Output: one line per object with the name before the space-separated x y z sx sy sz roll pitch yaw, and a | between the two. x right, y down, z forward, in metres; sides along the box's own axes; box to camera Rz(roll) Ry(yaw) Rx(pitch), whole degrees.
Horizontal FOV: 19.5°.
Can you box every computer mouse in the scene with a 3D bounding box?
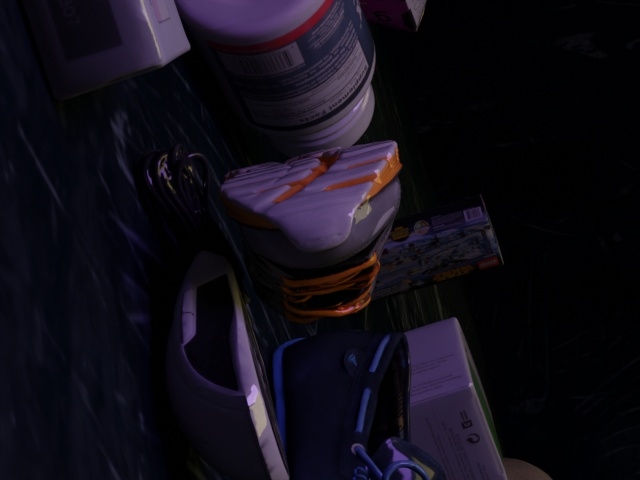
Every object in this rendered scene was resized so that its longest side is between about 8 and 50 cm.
computer mouse | -0.051 0.042 0.829 0.193 0.042 0.106 -107 -179 -60

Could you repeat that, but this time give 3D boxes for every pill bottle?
pill bottle | -0.023 -0.129 1.188 0.180 0.108 0.108 63 12 -61

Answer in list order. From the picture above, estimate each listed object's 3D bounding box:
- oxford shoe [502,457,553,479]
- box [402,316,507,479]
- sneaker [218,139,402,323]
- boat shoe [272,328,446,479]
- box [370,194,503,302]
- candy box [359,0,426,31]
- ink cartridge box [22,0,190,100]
oxford shoe | 0.139 0.220 1.483 0.348 0.130 0.123 -62 136 -87
box | 0.071 0.130 1.349 0.087 0.102 0.101 -100 170 -57
sneaker | 0.000 0.000 0.876 0.215 0.084 0.083 -128 -154 -86
boat shoe | 0.027 0.134 1.020 0.109 0.089 0.258 66 10 -46
box | 0.083 0.010 1.592 0.094 0.137 0.027 63 13 -61
candy box | -0.018 -0.226 1.221 0.233 0.159 0.071 57 49 -68
ink cartridge box | -0.106 -0.172 0.847 0.232 0.066 0.189 -59 132 -75
